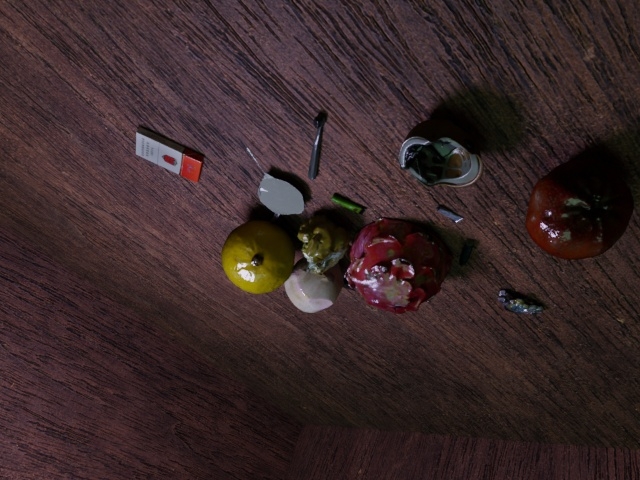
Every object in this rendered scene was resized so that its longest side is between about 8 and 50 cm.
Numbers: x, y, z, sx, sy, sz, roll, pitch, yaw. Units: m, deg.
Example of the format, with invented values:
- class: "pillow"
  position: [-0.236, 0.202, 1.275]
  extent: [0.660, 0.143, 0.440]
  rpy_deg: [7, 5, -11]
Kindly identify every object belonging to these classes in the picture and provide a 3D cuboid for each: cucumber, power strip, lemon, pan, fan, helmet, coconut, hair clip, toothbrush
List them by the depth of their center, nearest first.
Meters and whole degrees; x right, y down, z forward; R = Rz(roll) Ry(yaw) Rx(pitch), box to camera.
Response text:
- class: "helmet"
  position: [0.322, -0.242, 1.471]
  extent: [0.224, 0.130, 0.198]
  rpy_deg: [20, 153, -16]
- class: "toothbrush"
  position: [-0.016, -0.279, 1.712]
  extent: [0.030, 0.030, 0.297]
  rpy_deg: [42, 154, 17]
- class: "fan"
  position: [-0.168, -0.198, 1.884]
  extent: [0.182, 0.010, 0.310]
  rpy_deg: [-4, 135, 32]
- class: "cucumber"
  position: [0.493, 0.045, 1.885]
  extent: [0.032, 0.032, 0.133]
  rpy_deg: [15, 147, 11]
- class: "pan"
  position: [-0.130, -0.126, 1.990]
  extent: [0.114, 0.040, 0.212]
  rpy_deg: [28, 140, -11]
- class: "hair clip"
  position: [0.718, 0.231, 2.025]
  extent: [0.172, 0.049, 0.116]
  rpy_deg: [26, 162, -22]
- class: "lemon"
  position: [-0.232, 0.062, 2.101]
  extent: [0.296, 0.297, 0.297]
  rpy_deg: [15, 147, 10]
- class: "coconut"
  position: [-0.018, 0.160, 2.184]
  extent: [0.227, 0.227, 0.230]
  rpy_deg: [32, 147, -17]
- class: "power strip"
  position: [0.132, 0.187, 2.313]
  extent: [0.111, 0.029, 0.038]
  rpy_deg: [15, 147, 11]

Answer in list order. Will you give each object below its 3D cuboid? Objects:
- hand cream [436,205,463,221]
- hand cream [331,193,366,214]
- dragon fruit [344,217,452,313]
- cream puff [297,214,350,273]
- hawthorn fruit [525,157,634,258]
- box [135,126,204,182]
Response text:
- class: "hand cream"
  position: [0.406, -0.086, 1.762]
  extent: [0.093, 0.019, 0.030]
  rpy_deg: [25, 147, -18]
- class: "hand cream"
  position: [0.094, -0.122, 1.884]
  extent: [0.121, 0.023, 0.036]
  rpy_deg: [24, 145, -10]
- class: "dragon fruit"
  position: [0.256, 0.116, 1.954]
  extent: [0.386, 0.249, 0.371]
  rpy_deg: [4, 139, 23]
- class: "cream puff"
  position: [0.005, -0.003, 1.982]
  extent: [0.194, 0.195, 0.221]
  rpy_deg: [18, 158, 7]
- class: "hawthorn fruit"
  position: [0.645, -0.075, 1.450]
  extent: [0.254, 0.254, 0.300]
  rpy_deg: [24, 175, -4]
- class: "box"
  position: [-0.538, -0.302, 1.979]
  extent: [0.245, 0.035, 0.139]
  rpy_deg: [26, 148, -6]
